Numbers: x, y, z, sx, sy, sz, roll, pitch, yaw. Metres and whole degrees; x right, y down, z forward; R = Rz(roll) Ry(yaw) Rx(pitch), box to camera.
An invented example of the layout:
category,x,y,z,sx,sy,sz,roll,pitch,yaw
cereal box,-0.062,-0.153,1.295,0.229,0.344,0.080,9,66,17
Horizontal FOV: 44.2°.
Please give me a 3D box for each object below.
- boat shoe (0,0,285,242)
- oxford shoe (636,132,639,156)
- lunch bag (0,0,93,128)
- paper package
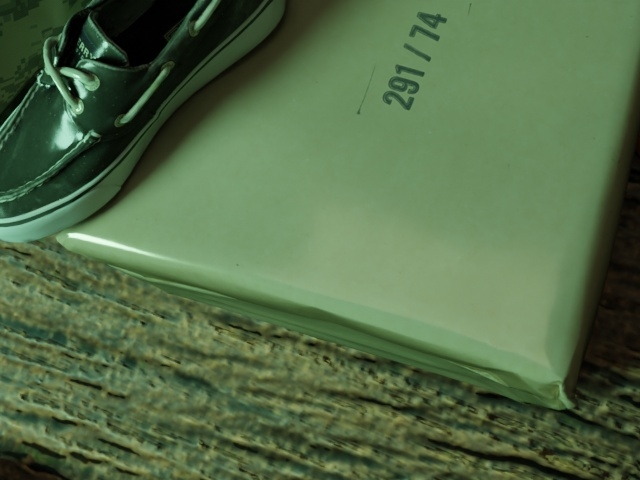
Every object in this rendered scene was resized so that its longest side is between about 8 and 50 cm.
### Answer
category,x,y,z,sx,sy,sz,roll,pitch,yaw
boat shoe,-0.114,-0.091,0.421,0.219,0.070,0.078,-45,70,-1
oxford shoe,0.345,-0.115,0.505,0.271,0.098,0.096,-22,76,6
lunch bag,-0.262,-0.217,0.567,0.235,0.287,0.169,44,57,11
paper package,0.042,-0.091,0.514,0.310,0.168,0.324,15,79,13
